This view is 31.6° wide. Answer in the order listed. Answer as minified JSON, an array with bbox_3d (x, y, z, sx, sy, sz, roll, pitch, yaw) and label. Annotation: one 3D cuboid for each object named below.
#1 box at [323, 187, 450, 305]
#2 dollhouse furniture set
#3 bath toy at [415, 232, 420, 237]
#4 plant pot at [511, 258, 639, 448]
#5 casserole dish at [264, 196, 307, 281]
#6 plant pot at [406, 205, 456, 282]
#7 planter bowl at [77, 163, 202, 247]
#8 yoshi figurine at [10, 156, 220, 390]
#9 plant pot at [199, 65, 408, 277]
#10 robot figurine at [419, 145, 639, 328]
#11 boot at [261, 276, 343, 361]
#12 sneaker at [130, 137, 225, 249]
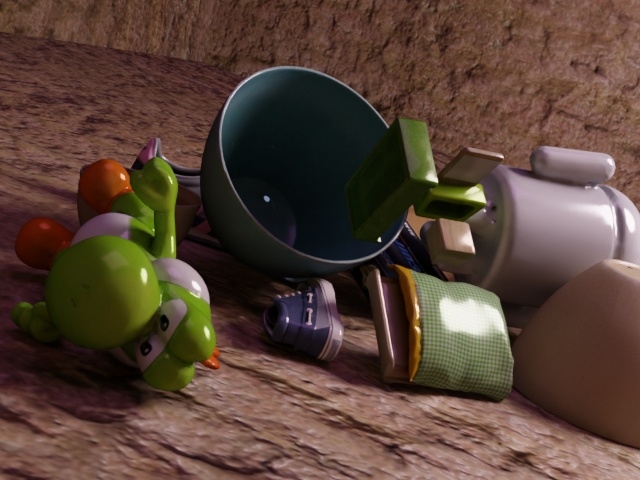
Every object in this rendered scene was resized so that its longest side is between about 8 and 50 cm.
[{"bbox_3d":[0.094,0.015,1.690,0.175,0.051,0.220,14,35,-47],"label":"box"},{"bbox_3d":[0.165,0.026,1.399,0.197,0.151,0.301,9,55,-26],"label":"dollhouse furniture set"},{"bbox_3d":[0.294,0.043,1.896,0.348,0.129,0.151,24,-16,22],"label":"bath toy"},{"bbox_3d":[0.412,0.136,1.517,0.284,0.191,0.284,17,13,-4],"label":"plant pot"},{"bbox_3d":[-0.058,-0.018,1.682,0.114,0.037,0.188,5,60,-29],"label":"casserole dish"},{"bbox_3d":[0.155,0.006,1.840,0.236,0.032,0.236,-4,44,4],"label":"plant pot"},{"bbox_3d":[-0.247,-0.023,1.482,0.162,0.109,0.162,16,13,-4],"label":"planter bowl"},{"bbox_3d":[-0.226,0.023,1.182,0.203,0.203,0.362,-7,25,-25],"label":"yoshi figurine"},{"bbox_3d":[-0.050,-0.066,1.558,0.290,0.290,0.195,11,-29,-29],"label":"plant pot"},{"bbox_3d":[0.331,0.000,1.673,0.353,0.300,0.200,10,28,-17],"label":"robot figurine"},{"bbox_3d":[-0.030,0.084,1.408,0.086,0.069,0.190,20,12,-16],"label":"boot"},{"bbox_3d":[-0.141,-0.059,1.728,0.319,0.131,0.112,16,12,-6],"label":"sneaker"}]
